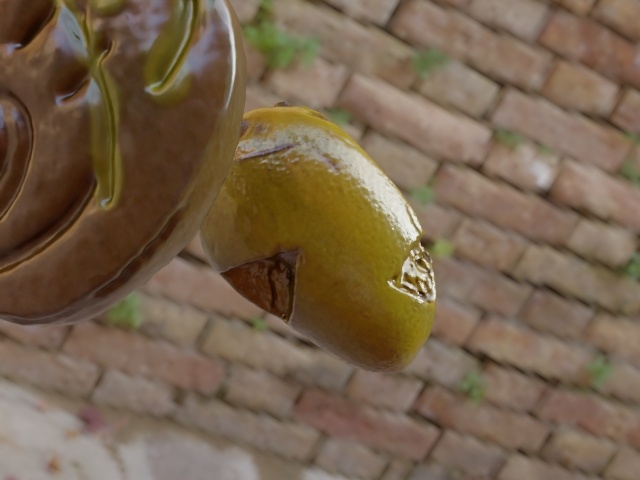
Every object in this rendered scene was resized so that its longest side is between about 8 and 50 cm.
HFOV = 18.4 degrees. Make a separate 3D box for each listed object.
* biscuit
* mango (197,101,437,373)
[{"bbox_3d":[-0.234,-0.116,1.338,0.394,0.350,0.070,39,7,24],"label":"biscuit"},{"bbox_3d":[0.000,0.000,1.721,0.262,0.167,0.130,43,2,2],"label":"mango"}]
